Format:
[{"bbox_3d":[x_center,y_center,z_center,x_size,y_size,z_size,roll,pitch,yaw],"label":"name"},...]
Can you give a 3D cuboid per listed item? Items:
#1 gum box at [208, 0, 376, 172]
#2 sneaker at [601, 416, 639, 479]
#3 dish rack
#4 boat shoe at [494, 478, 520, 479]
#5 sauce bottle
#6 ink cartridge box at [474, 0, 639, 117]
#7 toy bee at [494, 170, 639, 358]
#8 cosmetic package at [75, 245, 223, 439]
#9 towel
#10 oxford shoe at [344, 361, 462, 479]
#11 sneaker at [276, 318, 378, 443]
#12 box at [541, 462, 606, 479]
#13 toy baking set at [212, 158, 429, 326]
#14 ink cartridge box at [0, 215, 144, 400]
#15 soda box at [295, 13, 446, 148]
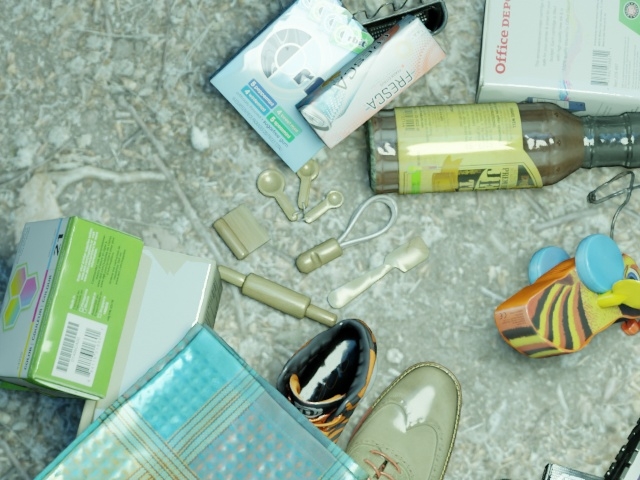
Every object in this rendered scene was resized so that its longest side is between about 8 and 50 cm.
[{"bbox_3d":[-0.018,-0.203,1.889,0.184,0.041,0.157,-43,104,4],"label":"gum box"},{"bbox_3d":[0.423,0.252,1.778,0.124,0.107,0.283,36,76,2],"label":"sneaker"},{"bbox_3d":[0.026,-0.359,1.958,0.208,0.074,0.272,-17,85,-4],"label":"dish rack"},{"bbox_3d":[0.172,0.393,1.776,0.079,0.095,0.255,19,86,-6],"label":"boat shoe"},{"bbox_3d":[0.229,-0.117,1.887,0.344,0.111,0.111,-3,76,1],"label":"sauce bottle"},{"bbox_3d":[0.306,-0.242,1.927,0.212,0.093,0.154,6,76,1],"label":"ink cartridge box"},{"bbox_3d":[0.338,0.063,1.820,0.298,0.195,0.162,-38,103,-19],"label":"toy bee"},{"bbox_3d":[-0.204,0.175,1.798,0.113,0.160,0.309,11,76,2],"label":"cosmetic package"},{"bbox_3d":[-0.164,0.292,1.630,0.271,0.040,0.370,41,72,19],"label":"towel"},{"bbox_3d":[0.067,0.294,1.779,0.123,0.130,0.348,27,78,7],"label":"oxford shoe"},{"bbox_3d":[-0.038,0.223,1.772,0.124,0.180,0.321,26,78,7],"label":"sneaker"},{"bbox_3d":[0.335,0.376,1.800,0.190,0.045,0.184,17,78,4],"label":"box"},{"bbox_3d":[-0.004,0.005,1.902,0.256,0.030,0.197,27,78,7],"label":"toy baking set"},{"bbox_3d":[-0.327,0.080,1.774,0.097,0.255,0.189,22,74,-35],"label":"ink cartridge box"},{"bbox_3d":[0.060,-0.193,1.850,0.183,0.058,0.063,-39,105,1],"label":"soda box"}]
